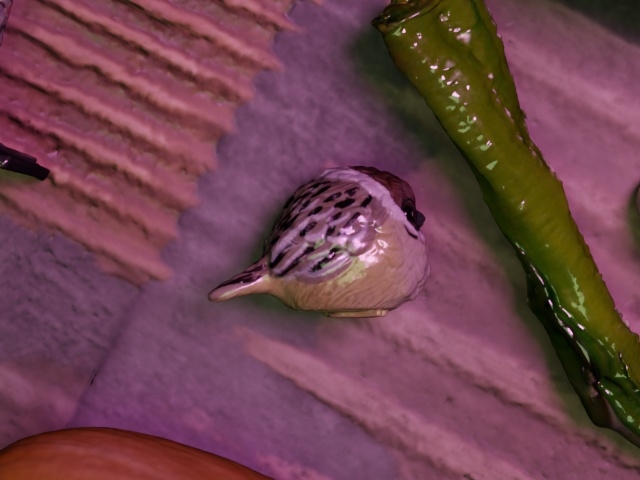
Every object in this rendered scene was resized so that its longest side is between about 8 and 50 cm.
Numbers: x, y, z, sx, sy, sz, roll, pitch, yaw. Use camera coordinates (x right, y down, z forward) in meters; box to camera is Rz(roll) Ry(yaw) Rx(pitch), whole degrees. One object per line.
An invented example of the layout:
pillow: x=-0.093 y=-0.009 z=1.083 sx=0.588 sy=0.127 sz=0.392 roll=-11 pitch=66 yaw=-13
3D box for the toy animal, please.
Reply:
toy animal: x=0.000 y=0.000 z=0.931 sx=0.137 sy=0.098 sz=0.098 roll=1 pitch=105 yaw=-15

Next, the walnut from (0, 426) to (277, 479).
walnut: x=-0.098 y=0.224 z=0.955 sx=0.297 sy=0.203 sz=0.203 roll=20 pitch=105 yaw=-2

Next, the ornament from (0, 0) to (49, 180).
ornament: x=-0.200 y=-0.156 z=0.900 sx=0.153 sy=0.166 sz=0.196 roll=25 pitch=90 yaw=-3

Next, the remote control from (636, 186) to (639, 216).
remote control: x=0.301 y=-0.056 z=0.916 sx=0.230 sy=0.049 sz=0.090 roll=-34 pitch=101 yaw=11

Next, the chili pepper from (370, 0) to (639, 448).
chili pepper: x=0.147 y=0.000 z=0.936 sx=0.076 sy=0.085 sz=0.359 roll=-17 pitch=112 yaw=49
